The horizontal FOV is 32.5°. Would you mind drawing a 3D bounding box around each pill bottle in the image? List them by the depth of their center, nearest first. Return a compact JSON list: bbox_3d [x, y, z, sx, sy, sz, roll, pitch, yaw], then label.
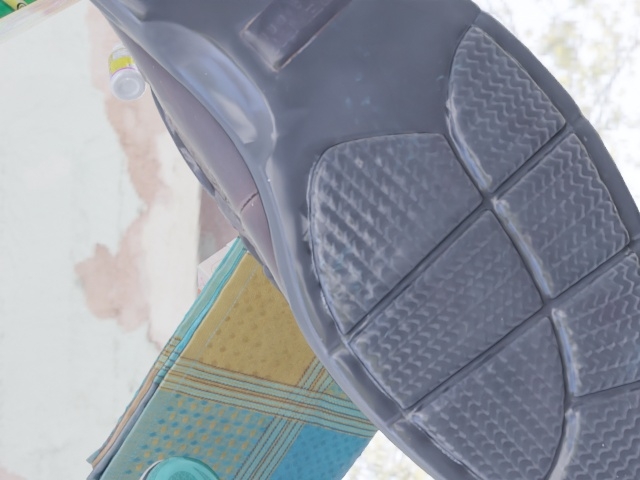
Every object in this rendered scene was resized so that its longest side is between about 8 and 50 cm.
[{"bbox_3d":[-0.238,-0.209,1.344,0.083,0.043,0.043,-107,-3,-48],"label":"pill bottle"}]

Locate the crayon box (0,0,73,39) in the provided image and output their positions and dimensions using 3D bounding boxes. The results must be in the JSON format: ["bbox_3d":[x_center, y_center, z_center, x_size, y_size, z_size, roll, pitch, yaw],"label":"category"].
[{"bbox_3d":[-0.249,-0.240,0.951,0.165,0.278,0.081,-34,-76,-18],"label":"crayon box"}]

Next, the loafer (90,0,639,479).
[{"bbox_3d":[0.006,-0.038,0.363,0.109,0.302,0.095,-37,-2,-7],"label":"loafer"}]

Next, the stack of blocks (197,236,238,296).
[{"bbox_3d":[0.000,0.000,1.271,0.297,0.087,0.171,-36,-28,-26],"label":"stack of blocks"}]

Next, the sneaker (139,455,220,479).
[{"bbox_3d":[-0.092,0.286,0.830,0.110,0.107,0.275,117,152,-48],"label":"sneaker"}]

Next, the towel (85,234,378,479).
[{"bbox_3d":[-0.021,0.114,1.048,0.271,0.040,0.370,23,-71,-36],"label":"towel"}]
